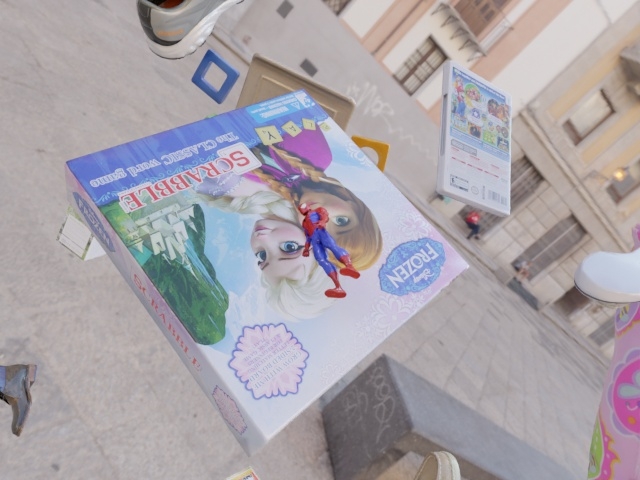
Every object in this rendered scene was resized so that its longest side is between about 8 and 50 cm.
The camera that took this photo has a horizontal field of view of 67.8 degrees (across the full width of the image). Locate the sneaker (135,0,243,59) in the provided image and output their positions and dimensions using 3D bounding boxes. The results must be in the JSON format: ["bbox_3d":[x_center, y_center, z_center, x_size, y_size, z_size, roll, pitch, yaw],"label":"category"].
[{"bbox_3d":[-0.157,-0.385,0.676,0.100,0.272,0.108,33,-10,5],"label":"sneaker"}]

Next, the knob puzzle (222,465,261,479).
[{"bbox_3d":[-0.216,0.825,1.526,0.213,0.030,0.213,35,13,-9],"label":"knob puzzle"}]

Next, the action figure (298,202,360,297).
[{"bbox_3d":[0.000,0.000,0.418,0.030,0.038,0.115,14,29,-26],"label":"action figure"}]

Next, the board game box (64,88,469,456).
[{"bbox_3d":[-0.042,-0.006,0.521,0.318,0.066,0.318,-31,74,-36],"label":"board game box"}]

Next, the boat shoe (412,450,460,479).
[{"bbox_3d":[0.126,0.467,0.738,0.098,0.302,0.109,29,-17,-2],"label":"boat shoe"}]

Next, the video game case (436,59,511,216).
[{"bbox_3d":[0.141,-0.090,0.428,0.087,0.011,0.122,14,75,-30],"label":"video game case"}]

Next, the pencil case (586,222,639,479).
[{"bbox_3d":[0.291,0.129,0.380,0.124,0.284,0.124,7,8,-1],"label":"pencil case"}]

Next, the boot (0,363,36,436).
[{"bbox_3d":[-0.889,0.452,1.360,0.106,0.082,0.219,19,35,-36],"label":"boot"}]

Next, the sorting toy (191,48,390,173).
[{"bbox_3d":[-0.054,-0.180,0.784,0.347,0.196,0.047,27,28,3],"label":"sorting toy"}]

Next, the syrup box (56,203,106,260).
[{"bbox_3d":[-0.528,-0.078,1.136,0.093,0.237,0.096,34,19,7],"label":"syrup box"}]

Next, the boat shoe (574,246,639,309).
[{"bbox_3d":[0.183,0.027,0.290,0.100,0.035,0.035,-10,44,-36],"label":"boat shoe"}]
